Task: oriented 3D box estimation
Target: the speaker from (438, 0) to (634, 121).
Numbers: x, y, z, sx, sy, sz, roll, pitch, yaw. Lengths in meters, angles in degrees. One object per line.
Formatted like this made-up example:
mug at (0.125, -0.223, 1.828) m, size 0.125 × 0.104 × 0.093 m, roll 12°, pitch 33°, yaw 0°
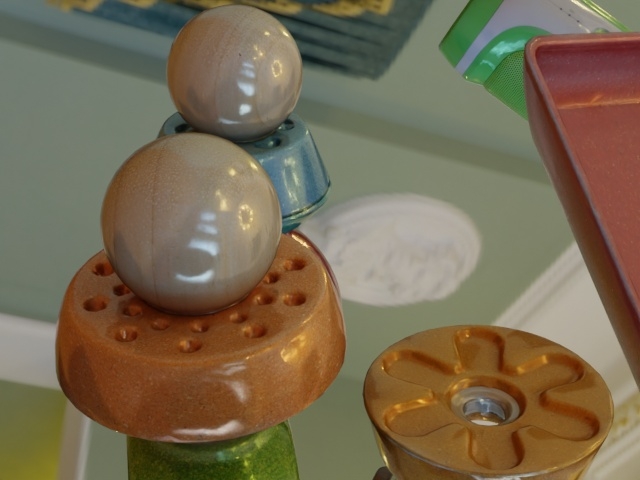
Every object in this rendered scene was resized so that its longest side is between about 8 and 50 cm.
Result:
speaker at (0.256, -0.130, 1.052) m, size 0.131 × 0.296 × 0.131 m, roll -54°, pitch 180°, yaw 0°

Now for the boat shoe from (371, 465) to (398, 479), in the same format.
boat shoe at (0.120, 0.300, 1.163) m, size 0.257 × 0.095 × 0.095 m, roll 49°, pitch 55°, yaw -60°

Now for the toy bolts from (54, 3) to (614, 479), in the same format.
toy bolts at (0.000, 0.000, 0.477) m, size 0.228 × 0.218 × 0.159 m, roll -116°, pitch -157°, yaw -58°

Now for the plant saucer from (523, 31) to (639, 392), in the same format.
plant saucer at (0.230, 0.013, 0.603) m, size 0.048 × 0.259 × 0.258 m, roll -40°, pitch -115°, yaw 51°
